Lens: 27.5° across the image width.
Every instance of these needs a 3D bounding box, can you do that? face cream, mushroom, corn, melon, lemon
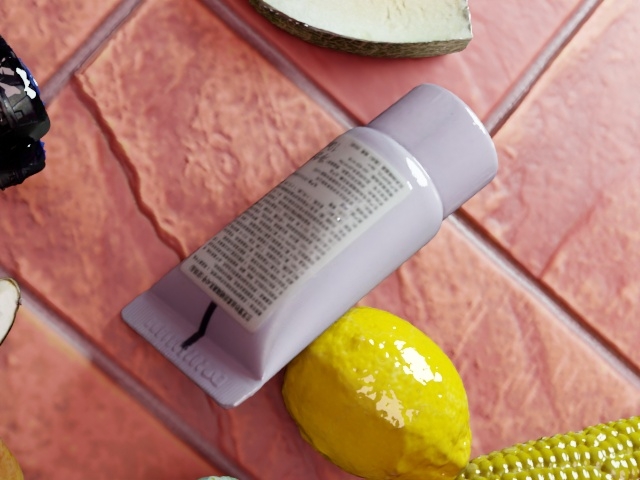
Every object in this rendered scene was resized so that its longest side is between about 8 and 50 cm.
[{"bbox_3d":[0.000,0.000,0.920,0.274,0.154,0.096,-38,133,-17],"label":"face cream"},{"bbox_3d":[-0.246,0.066,0.907,0.101,0.019,0.049,-44,95,-15],"label":"mushroom"},{"bbox_3d":[0.226,0.178,0.959,0.305,0.106,0.106,-6,86,-10],"label":"corn"},{"bbox_3d":[0.021,-0.179,0.976,0.182,0.054,0.098,-8,80,-14],"label":"melon"},{"bbox_3d":[0.042,0.112,0.916,0.155,0.114,0.114,39,78,6],"label":"lemon"}]

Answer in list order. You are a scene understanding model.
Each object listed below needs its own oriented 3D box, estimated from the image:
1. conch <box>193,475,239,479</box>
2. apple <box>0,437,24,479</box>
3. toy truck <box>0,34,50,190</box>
[{"bbox_3d":[-0.099,0.255,0.865,0.131,0.200,0.172,-22,69,23],"label":"conch"},{"bbox_3d":[-0.255,0.155,0.844,0.102,0.126,0.126,-41,94,-29],"label":"apple"},{"bbox_3d":[-0.274,-0.103,0.821,0.161,0.213,0.177,-22,85,-15],"label":"toy truck"}]
